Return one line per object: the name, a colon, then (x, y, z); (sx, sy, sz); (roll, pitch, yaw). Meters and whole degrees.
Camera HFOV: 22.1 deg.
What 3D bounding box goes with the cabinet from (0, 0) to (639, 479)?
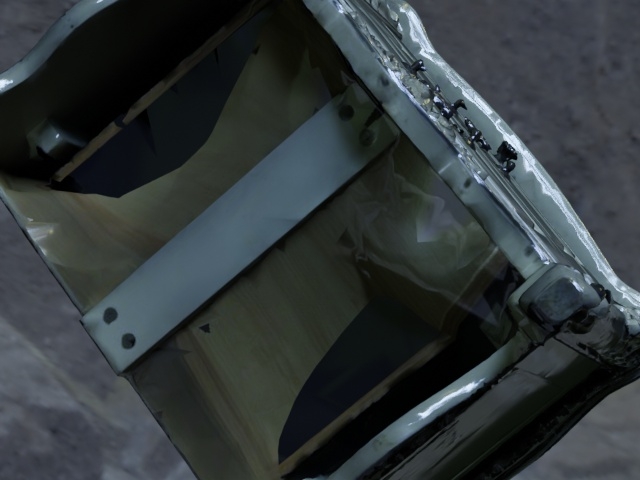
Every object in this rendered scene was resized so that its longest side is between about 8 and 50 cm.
cabinet: (0.000, 0.000, 0.862); (0.227, 0.290, 0.318); (-39, 164, 8)
